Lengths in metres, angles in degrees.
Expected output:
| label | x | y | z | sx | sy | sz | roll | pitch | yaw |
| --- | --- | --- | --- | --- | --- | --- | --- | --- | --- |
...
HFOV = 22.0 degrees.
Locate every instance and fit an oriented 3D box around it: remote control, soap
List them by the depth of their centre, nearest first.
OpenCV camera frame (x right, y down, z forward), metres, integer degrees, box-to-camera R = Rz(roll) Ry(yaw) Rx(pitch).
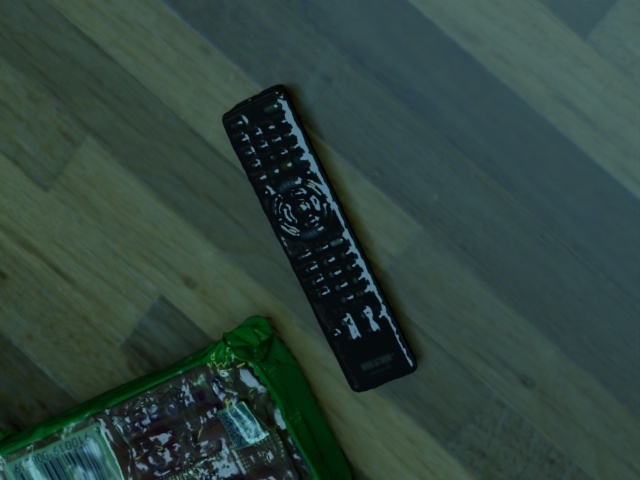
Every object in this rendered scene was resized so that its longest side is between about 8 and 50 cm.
| label | x | y | z | sx | sy | sz | roll | pitch | yaw |
| --- | --- | --- | --- | --- | --- | --- | --- | --- | --- |
| remote control | 0.000 | 0.000 | 1.267 | 0.063 | 0.025 | 0.245 | -23 | 96 | 21 |
| soap | -0.131 | 0.185 | 1.310 | 0.273 | 0.098 | 0.218 | -26 | 95 | 20 |
